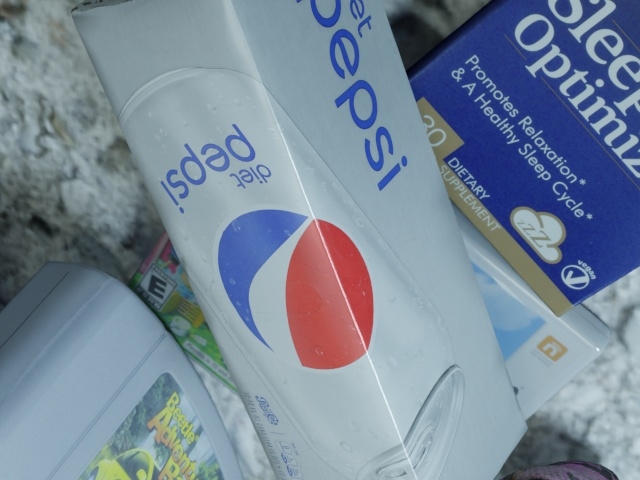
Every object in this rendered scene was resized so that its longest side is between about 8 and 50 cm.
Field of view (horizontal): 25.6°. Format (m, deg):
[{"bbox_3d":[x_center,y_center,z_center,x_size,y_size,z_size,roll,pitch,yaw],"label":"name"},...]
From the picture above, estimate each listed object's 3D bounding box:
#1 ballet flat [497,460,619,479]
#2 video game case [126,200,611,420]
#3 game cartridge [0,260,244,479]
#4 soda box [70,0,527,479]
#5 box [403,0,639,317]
[{"bbox_3d":[0.078,0.178,0.774,0.221,0.079,0.077,-36,69,37],"label":"ballet flat"},{"bbox_3d":[0.014,0.040,0.751,0.212,0.023,0.193,39,130,0],"label":"video game case"},{"bbox_3d":[-0.122,0.166,0.788,0.060,0.196,0.294,5,133,29],"label":"game cartridge"},{"bbox_3d":[0.000,0.000,0.646,0.091,0.098,0.286,-1,120,38],"label":"soda box"},{"bbox_3d":[0.141,-0.071,0.603,0.136,0.036,0.225,47,129,-6],"label":"box"}]
